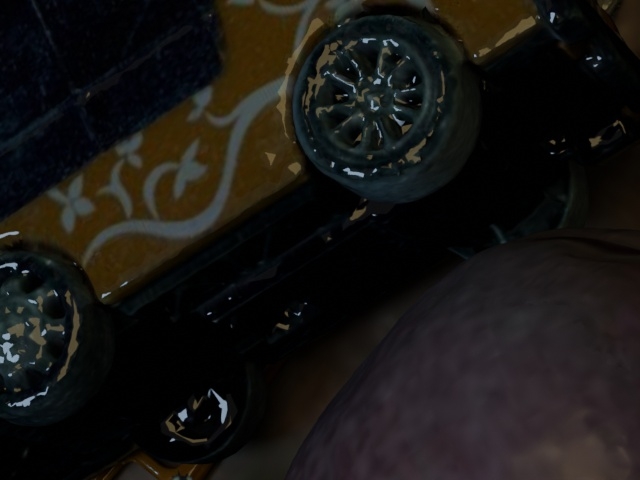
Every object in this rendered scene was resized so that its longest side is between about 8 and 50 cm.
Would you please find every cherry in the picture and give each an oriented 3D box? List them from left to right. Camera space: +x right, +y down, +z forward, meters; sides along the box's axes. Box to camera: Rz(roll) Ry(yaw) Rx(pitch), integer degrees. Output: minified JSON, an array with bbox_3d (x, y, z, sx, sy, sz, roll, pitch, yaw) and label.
[{"bbox_3d":[0.090,0.105,0.677,0.266,0.183,0.213,-43,53,21],"label":"cherry"}]

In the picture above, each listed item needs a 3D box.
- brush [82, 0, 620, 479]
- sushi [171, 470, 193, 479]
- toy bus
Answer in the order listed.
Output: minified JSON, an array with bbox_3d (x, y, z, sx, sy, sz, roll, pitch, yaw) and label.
[{"bbox_3d":[0.000,0.000,0.826,0.090,0.017,0.314,35,86,23],"label":"brush"},{"bbox_3d":[-0.075,0.205,0.742,0.210,0.040,0.192,-29,68,38],"label":"sushi"},{"bbox_3d":[-0.055,-0.038,0.747,0.323,0.162,0.194,-32,68,15],"label":"toy bus"}]
